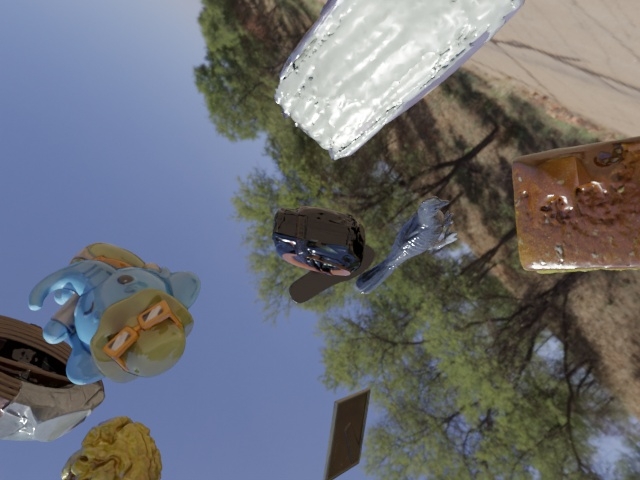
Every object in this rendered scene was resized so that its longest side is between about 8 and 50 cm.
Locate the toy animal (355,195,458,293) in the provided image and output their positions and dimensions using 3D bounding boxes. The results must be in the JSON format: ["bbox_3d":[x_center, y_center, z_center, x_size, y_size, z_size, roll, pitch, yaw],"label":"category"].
[{"bbox_3d":[0.229,-0.008,1.108,0.206,0.367,0.081,-16,-117,-31],"label":"toy animal"}]

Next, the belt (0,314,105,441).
[{"bbox_3d":[-0.605,0.274,0.954,0.339,0.122,0.217,42,-170,-38],"label":"belt"}]

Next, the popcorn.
[{"bbox_3d":[-0.478,0.533,1.114,0.201,0.225,0.203,10,169,17],"label":"popcorn"}]

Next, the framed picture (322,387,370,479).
[{"bbox_3d":[0.096,0.679,1.683,0.016,0.289,0.213,12,-173,38],"label":"framed picture"}]

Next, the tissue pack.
[{"bbox_3d":[0.115,-0.265,0.519,0.125,0.242,0.343,42,-132,-11],"label":"tissue pack"}]

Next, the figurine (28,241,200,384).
[{"bbox_3d":[-0.292,0.097,0.674,0.262,0.153,0.180,18,-152,29],"label":"figurine"}]

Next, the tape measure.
[{"bbox_3d":[0.000,0.000,1.074,0.202,0.135,0.223,10,164,7],"label":"tape measure"}]

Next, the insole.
[{"bbox_3d":[0.037,0.104,1.535,0.110,0.310,0.012,58,171,-7],"label":"insole"}]

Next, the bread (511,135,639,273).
[{"bbox_3d":[0.404,-0.047,0.679,0.234,0.184,0.111,-6,173,40],"label":"bread"}]
